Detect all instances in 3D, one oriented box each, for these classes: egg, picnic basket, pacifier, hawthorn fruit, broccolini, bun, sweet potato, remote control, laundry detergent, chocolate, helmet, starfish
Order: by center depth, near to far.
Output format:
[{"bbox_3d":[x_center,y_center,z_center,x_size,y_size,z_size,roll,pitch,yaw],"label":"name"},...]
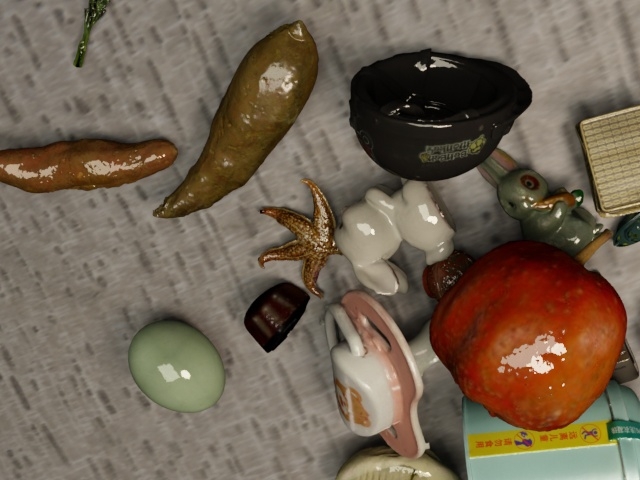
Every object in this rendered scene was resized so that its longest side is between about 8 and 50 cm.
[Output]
[{"bbox_3d":[0.332,0.115,1.294,0.287,0.287,0.330,36,97,-3],"label":"hawthorn fruit"},{"bbox_3d":[0.178,-0.181,1.331,0.278,0.231,0.160,-4,127,-13],"label":"helmet"},{"bbox_3d":[0.473,-0.124,1.338,0.115,0.079,0.164,-14,85,12],"label":"picnic basket"},{"bbox_3d":[-0.130,-0.183,1.421,0.130,0.130,0.423,38,115,-4],"label":"sweet potato"},{"bbox_3d":[0.407,0.382,1.423,0.305,0.287,0.287,-9,106,13],"label":"laundry detergent"},{"bbox_3d":[0.122,0.219,1.454,0.273,0.220,0.332,-1,129,9],"label":"pacifier"},{"bbox_3d":[-0.391,-0.360,1.459,0.035,0.030,0.140,7,118,-31],"label":"broccolini"},{"bbox_3d":[0.490,0.152,1.474,0.059,0.028,0.212,-20,103,18],"label":"remote control"},{"bbox_3d":[-0.002,0.003,1.492,0.238,0.057,0.213,16,116,5],"label":"starfish"},{"bbox_3d":[-0.422,-0.132,1.499,0.354,0.095,0.106,-2,152,-1],"label":"sweet potato"},{"bbox_3d":[-0.080,0.124,1.508,0.080,0.148,0.125,37,73,-3],"label":"chocolate"},{"bbox_3d":[-0.259,0.229,1.554,0.192,0.149,0.149,38,109,-11],"label":"egg"},{"bbox_3d":[0.147,0.456,1.576,0.237,0.116,0.210,10,120,14],"label":"bun"}]

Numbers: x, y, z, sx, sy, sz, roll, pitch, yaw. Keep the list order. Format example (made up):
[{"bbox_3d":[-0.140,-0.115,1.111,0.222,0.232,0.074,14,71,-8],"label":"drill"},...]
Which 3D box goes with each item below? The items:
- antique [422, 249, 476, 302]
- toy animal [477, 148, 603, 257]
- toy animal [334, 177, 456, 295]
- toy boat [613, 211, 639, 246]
[{"bbox_3d":[0.228,0.065,1.450,0.104,0.104,0.104,3,108,8],"label":"antique"},{"bbox_3d":[0.345,-0.050,1.391,0.236,0.108,0.138,32,111,-1],"label":"toy animal"},{"bbox_3d":[0.128,-0.012,1.412,0.193,0.127,0.179,-37,85,14],"label":"toy animal"},{"bbox_3d":[0.536,-0.034,1.394,0.141,0.060,0.055,-39,122,23],"label":"toy boat"}]
